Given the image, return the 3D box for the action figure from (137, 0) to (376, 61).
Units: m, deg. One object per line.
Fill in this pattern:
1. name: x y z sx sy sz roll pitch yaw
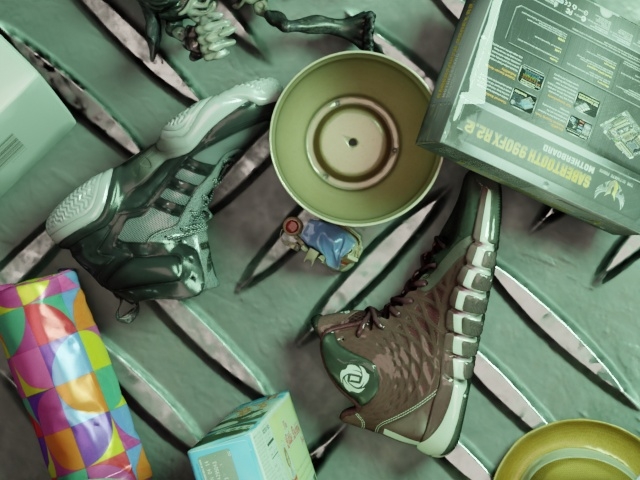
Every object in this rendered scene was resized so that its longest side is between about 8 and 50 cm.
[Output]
1. action figure: -0.083 -0.246 1.537 0.275 0.141 0.164 3 92 0

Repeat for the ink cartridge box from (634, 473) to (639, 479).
1. ink cartridge box: 0.389 0.263 1.418 0.151 0.395 0.270 44 101 28

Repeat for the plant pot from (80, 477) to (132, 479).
1. plant pot: -0.200 0.370 1.496 0.290 0.195 0.290 2 78 -8

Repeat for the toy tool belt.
1. toy tool belt: 0.000 0.000 1.577 0.083 0.051 0.052 27 92 3

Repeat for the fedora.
1. fedora: 0.256 0.265 1.551 0.194 0.079 0.194 0 90 4

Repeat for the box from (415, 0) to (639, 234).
1. box: 0.223 -0.129 1.505 0.231 0.056 0.183 22 83 -20

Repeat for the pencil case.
1. pencil case: -0.244 0.141 1.574 0.104 0.104 0.236 -21 87 3

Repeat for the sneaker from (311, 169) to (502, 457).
1. sneaker: 0.077 0.057 1.549 0.162 0.106 0.281 12 92 6

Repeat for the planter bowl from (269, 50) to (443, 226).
1. planter bowl: 0.033 -0.094 1.543 0.162 0.109 0.162 0 91 -1

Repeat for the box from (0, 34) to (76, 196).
1. box: -0.416 -0.191 1.499 0.168 0.215 0.345 -44 84 -5

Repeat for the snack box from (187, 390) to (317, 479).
1. snack box: -0.040 0.244 1.447 0.060 0.322 0.187 -18 89 5

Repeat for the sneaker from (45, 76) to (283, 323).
1. sneaker: -0.120 -0.034 1.563 0.268 0.101 0.153 -34 89 9
